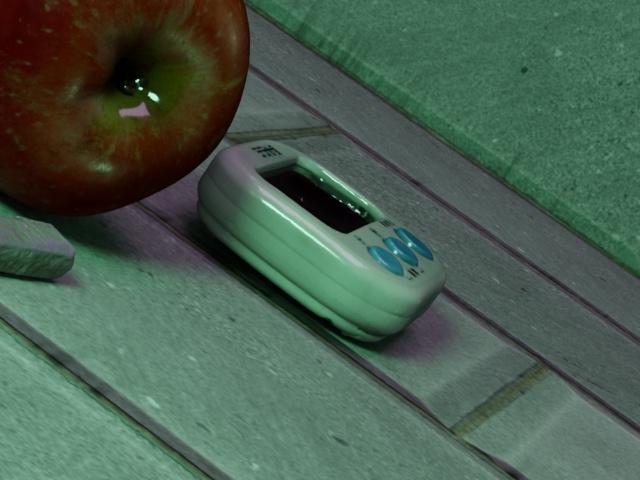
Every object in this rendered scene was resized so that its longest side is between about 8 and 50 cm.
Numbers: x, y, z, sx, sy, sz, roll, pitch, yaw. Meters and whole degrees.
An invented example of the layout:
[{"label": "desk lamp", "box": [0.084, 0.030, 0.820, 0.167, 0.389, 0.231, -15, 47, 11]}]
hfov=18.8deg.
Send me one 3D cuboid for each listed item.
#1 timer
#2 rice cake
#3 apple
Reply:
[{"label": "timer", "box": [0.000, 0.000, 1.851, 0.237, 0.087, 0.262, 36, 13, 8]}, {"label": "rice cake", "box": [-0.250, 0.000, 1.377, 0.047, 0.036, 0.207, 38, 13, 29]}, {"label": "apple", "box": [-0.191, -0.149, 1.564, 0.260, 0.260, 0.216, 23, 4, -37]}]
